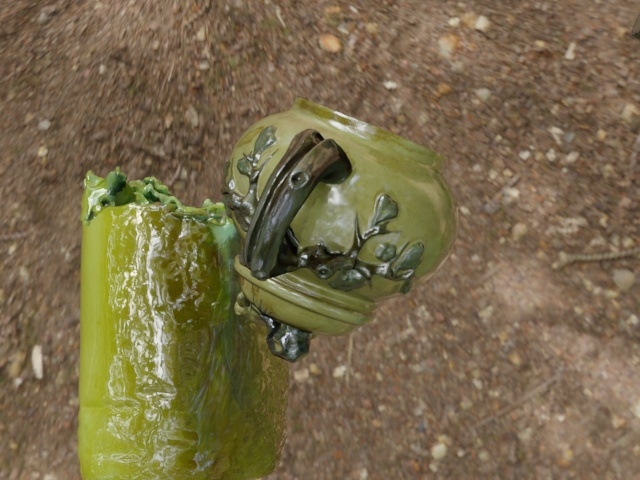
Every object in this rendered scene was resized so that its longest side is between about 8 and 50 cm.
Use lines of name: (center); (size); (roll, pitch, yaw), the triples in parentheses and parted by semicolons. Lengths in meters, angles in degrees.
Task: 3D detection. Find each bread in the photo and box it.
bread: (-0.146, 0.114, 1.281); (0.208, 0.251, 0.377); (0, 86, 34)

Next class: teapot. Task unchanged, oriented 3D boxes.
teapot: (0.000, 0.000, 0.812); (0.173, 0.269, 0.183); (24, 96, 14)

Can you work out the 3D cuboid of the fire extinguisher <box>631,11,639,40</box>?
fire extinguisher: (0.492, -0.176, 1.224); (0.311, 0.114, 0.095); (31, 107, -3)
